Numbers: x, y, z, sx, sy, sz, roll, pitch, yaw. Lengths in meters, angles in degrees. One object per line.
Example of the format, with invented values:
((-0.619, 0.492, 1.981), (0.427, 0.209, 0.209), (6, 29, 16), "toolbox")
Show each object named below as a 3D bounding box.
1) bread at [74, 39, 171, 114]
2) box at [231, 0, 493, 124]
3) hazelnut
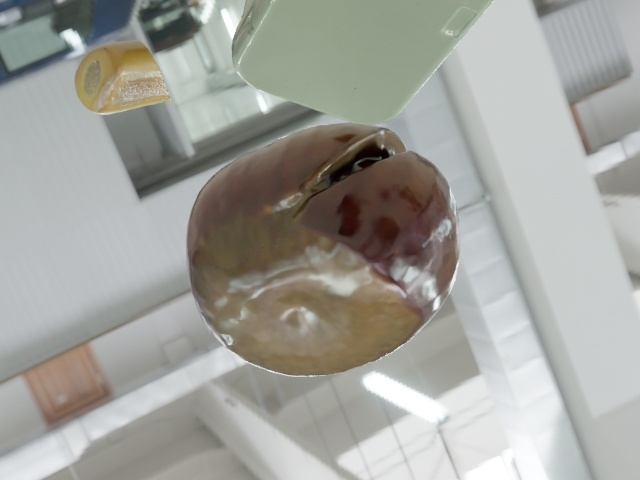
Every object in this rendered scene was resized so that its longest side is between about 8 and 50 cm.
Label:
((-0.158, -0.141, 0.941), (0.103, 0.049, 0.062), (-24, 150, -53), "bread")
((0.065, -0.348, 1.019), (0.352, 0.177, 0.344), (130, -30, -53), "box")
((0.000, 0.000, 1.638), (0.409, 0.359, 0.359), (-23, -169, 19), "hazelnut")
